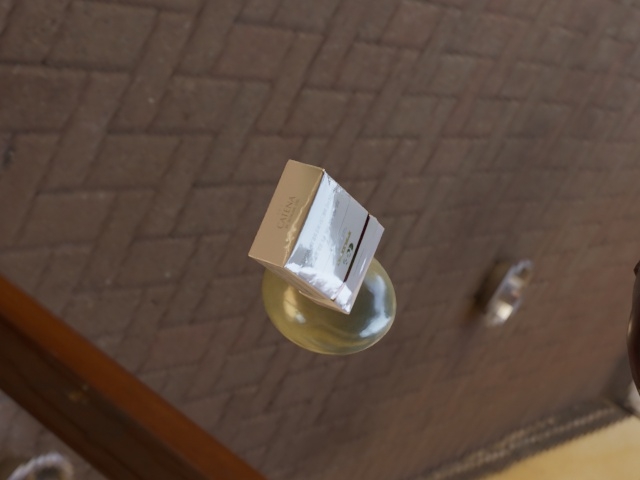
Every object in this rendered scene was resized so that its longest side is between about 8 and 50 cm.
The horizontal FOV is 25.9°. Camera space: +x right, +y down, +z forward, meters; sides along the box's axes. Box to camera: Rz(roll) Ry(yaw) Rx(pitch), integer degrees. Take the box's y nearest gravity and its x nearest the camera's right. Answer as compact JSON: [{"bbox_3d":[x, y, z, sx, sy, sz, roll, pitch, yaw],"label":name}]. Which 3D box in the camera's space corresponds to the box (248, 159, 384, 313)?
[{"bbox_3d":[0.000,0.000,1.130,0.084,0.040,0.154,-70,156,-9],"label":"box"}]

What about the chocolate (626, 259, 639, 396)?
[{"bbox_3d":[0.560,0.105,1.750,0.383,0.384,0.331,-67,169,21],"label":"chocolate"}]

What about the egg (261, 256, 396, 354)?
[{"bbox_3d":[0.010,0.055,1.368,0.152,0.114,0.114,27,97,-41],"label":"egg"}]
